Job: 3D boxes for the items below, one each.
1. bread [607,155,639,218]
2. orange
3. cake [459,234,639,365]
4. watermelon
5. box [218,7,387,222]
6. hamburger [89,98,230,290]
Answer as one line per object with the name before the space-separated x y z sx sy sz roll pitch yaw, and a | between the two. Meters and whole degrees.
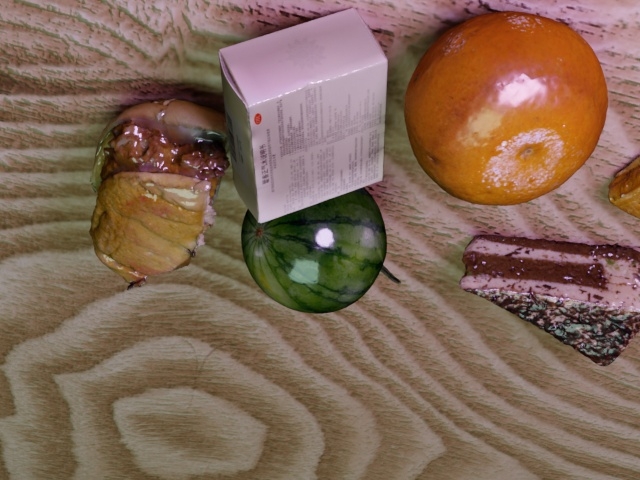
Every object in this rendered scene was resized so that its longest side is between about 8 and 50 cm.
bread | 0.405 -0.073 1.391 0.074 0.053 0.132 28 143 -17
orange | 0.195 -0.144 1.245 0.224 0.170 0.224 -9 142 -7
cake | 0.321 0.047 1.546 0.246 0.112 0.135 29 132 -13
watermelon | 0.000 0.000 1.506 0.188 0.188 0.214 -21 160 39
box | -0.019 -0.135 1.320 0.168 0.095 0.212 -21 147 -14
hamburger | -0.209 -0.065 1.494 0.282 0.155 0.245 -6 140 30
